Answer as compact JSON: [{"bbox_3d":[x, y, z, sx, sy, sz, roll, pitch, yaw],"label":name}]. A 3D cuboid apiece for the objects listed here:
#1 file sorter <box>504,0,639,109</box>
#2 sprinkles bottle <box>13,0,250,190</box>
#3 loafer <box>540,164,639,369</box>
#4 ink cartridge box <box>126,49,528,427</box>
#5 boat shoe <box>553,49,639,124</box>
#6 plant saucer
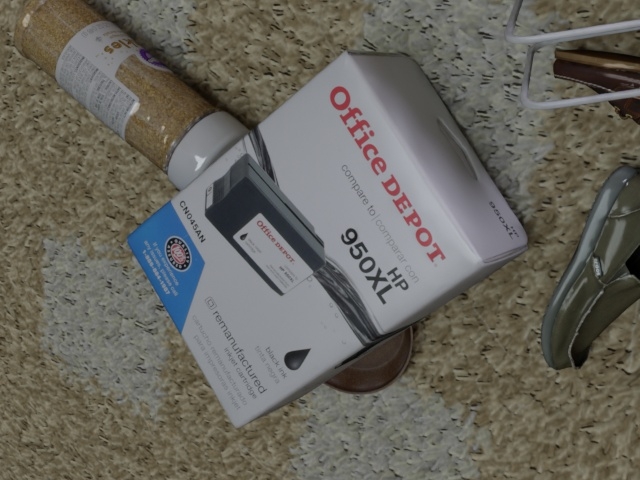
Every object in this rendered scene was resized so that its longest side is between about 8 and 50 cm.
[{"bbox_3d":[0.249,-0.281,0.912,0.173,0.193,0.277,-7,119,20],"label":"file sorter"},{"bbox_3d":[-0.256,-0.201,1.350,0.355,0.121,0.121,39,122,15],"label":"sprinkles bottle"},{"bbox_3d":[0.318,0.045,1.098,0.087,0.094,0.251,28,118,26],"label":"loafer"},{"bbox_3d":[0.000,0.000,1.197,0.395,0.166,0.285,-37,79,28],"label":"ink cartridge box"},{"bbox_3d":[0.339,-0.154,1.032,0.207,0.073,0.073,15,111,27],"label":"boat shoe"},{"bbox_3d":[0.039,0.107,1.324,0.199,0.036,0.198,11,112,28],"label":"plant saucer"}]
